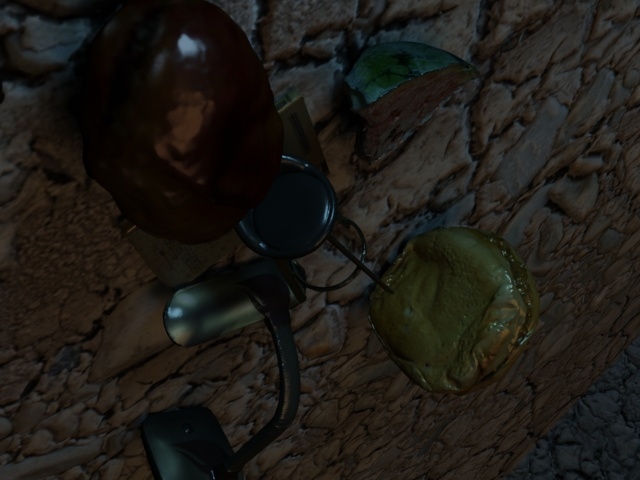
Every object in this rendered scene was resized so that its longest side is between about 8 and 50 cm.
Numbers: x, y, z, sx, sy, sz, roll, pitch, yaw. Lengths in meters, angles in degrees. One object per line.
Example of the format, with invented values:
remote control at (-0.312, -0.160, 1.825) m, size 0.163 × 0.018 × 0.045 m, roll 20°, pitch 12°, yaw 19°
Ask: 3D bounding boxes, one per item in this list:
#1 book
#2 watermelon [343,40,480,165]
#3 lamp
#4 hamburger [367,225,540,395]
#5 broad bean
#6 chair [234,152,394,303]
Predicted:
book at (-0.083, -0.041, 0.904) m, size 0.199 × 0.016 × 0.138 m, roll -38°, pitch 152°, yaw -9°
watermelon at (0.061, -0.132, 0.916) m, size 0.187 × 0.071 × 0.139 m, roll -21°, pitch 152°, yaw -49°
lamp at (-0.118, 0.165, 1.029) m, size 0.203 × 0.124 × 0.283 m, roll -2°, pitch 131°, yaw -47°
hamburger at (0.166, 0.082, 1.201) m, size 0.213 × 0.213 × 0.108 m, roll -53°, pitch 149°, yaw 18°
broad bean at (-0.099, -0.083, 0.719) m, size 0.156 × 0.122 × 0.228 m, roll -62°, pitch 164°, yaw -19°
chair at (-0.001, 0.000, 0.936) m, size 0.104 × 0.095 × 0.221 m, roll -63°, pitch 151°, yaw -10°
